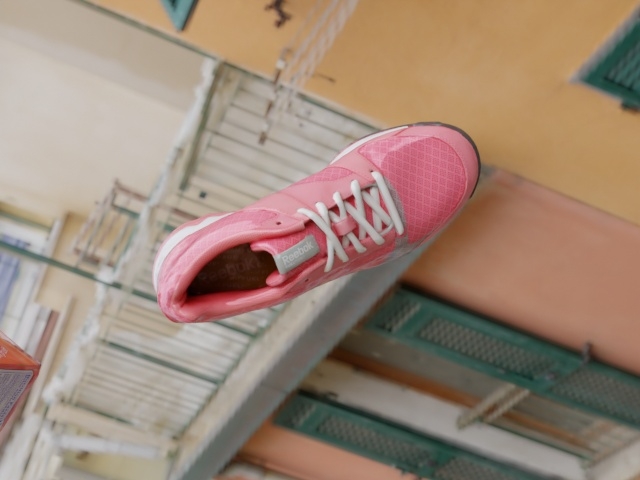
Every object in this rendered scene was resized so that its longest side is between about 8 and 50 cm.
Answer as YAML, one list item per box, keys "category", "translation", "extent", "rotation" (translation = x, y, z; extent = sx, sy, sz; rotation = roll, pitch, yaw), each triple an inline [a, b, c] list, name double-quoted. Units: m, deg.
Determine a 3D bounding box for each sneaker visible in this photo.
- category: "sneaker"
  translation: [0.000, 0.001, 0.995]
  extent: [0.313, 0.116, 0.136]
  rotation: [-25, 11, 4]

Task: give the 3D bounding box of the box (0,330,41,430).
- category: "box"
  translation: [-0.384, 0.178, 0.925]
  extent: [0.300, 0.142, 0.154]
  rotation: [-55, -18, 3]
